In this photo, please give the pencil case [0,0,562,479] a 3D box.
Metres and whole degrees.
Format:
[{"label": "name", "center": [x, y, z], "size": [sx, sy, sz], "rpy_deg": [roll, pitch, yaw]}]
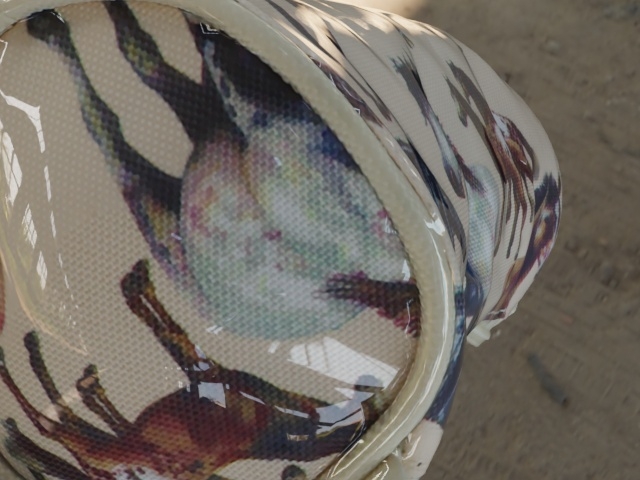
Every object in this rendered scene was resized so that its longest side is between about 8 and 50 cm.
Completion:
[{"label": "pencil case", "center": [0.000, 0.000, 0.547], "size": [0.159, 0.410, 0.184], "rpy_deg": [-24, 90, 15]}]
